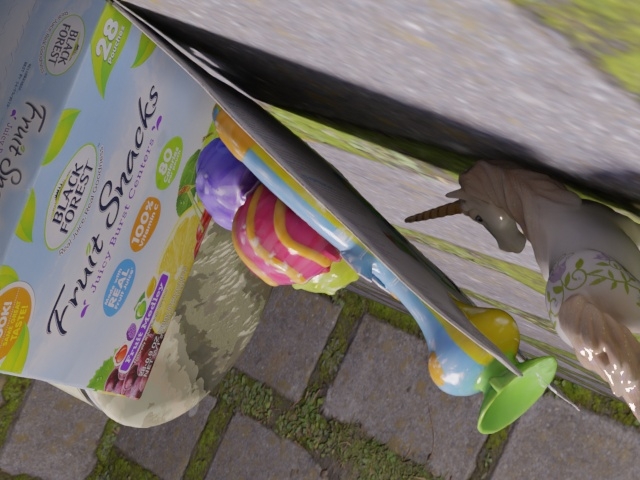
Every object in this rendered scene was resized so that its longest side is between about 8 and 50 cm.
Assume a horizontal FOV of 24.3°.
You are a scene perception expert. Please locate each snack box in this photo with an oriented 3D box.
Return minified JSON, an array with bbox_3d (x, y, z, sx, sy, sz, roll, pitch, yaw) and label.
[{"bbox_3d":[-0.123,-0.017,0.746,0.070,0.174,0.207,20,176,19],"label":"snack box"}]

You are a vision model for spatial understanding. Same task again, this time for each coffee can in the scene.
[{"bbox_3d":[-0.191,-0.018,1.007,0.275,0.201,0.201,23,177,27],"label":"coffee can"}]

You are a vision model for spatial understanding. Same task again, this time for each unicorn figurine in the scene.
[{"bbox_3d":[0.104,0.014,0.567,0.111,0.060,0.162,34,-173,-11],"label":"unicorn figurine"}]

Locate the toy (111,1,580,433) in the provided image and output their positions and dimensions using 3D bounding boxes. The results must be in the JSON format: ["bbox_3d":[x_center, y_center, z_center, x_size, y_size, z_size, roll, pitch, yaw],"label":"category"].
[{"bbox_3d":[0.000,0.000,0.649,0.237,0.056,0.137,41,-176,28],"label":"toy"}]
